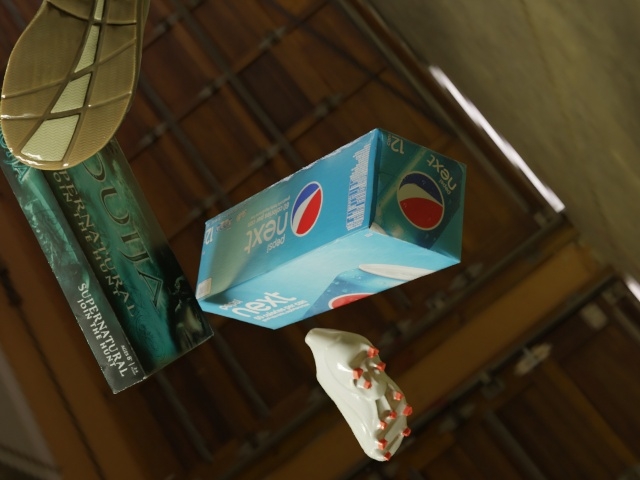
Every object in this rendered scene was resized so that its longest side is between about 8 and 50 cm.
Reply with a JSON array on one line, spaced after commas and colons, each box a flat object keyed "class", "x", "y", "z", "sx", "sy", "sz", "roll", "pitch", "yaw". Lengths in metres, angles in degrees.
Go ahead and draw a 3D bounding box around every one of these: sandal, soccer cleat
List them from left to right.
[{"class": "sandal", "x": -0.131, "y": -0.127, "z": 0.668, "sx": 0.072, "sy": 0.180, "sz": 0.049, "roll": 10, "pitch": 177, "yaw": 0}, {"class": "soccer cleat", "x": 0.041, "y": 0.156, "z": 1.214, "sx": 0.076, "sy": 0.068, "sz": 0.196, "roll": 23, "pitch": 149, "yaw": 36}]

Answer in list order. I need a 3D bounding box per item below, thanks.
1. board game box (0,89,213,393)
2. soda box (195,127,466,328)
[{"class": "board game box", "x": -0.136, "y": -0.007, "z": 0.728, "sx": 0.186, "sy": 0.026, "sz": 0.126, "roll": 64, "pitch": -165, "yaw": -1}, {"class": "soda box", "x": 0.000, "y": 0.000, "z": 0.761, "sx": 0.071, "sy": 0.067, "sz": 0.210, "roll": 19, "pitch": 156, "yaw": -30}]
